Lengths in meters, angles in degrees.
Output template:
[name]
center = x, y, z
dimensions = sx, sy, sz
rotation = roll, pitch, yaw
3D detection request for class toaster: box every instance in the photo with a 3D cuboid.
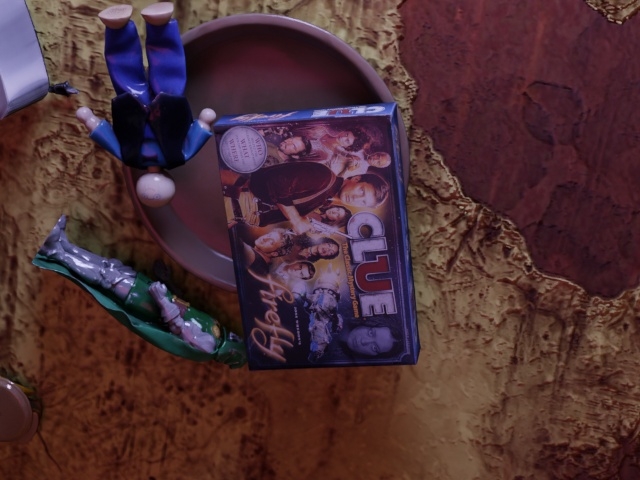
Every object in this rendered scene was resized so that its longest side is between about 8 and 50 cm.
[toaster]
center = -0.351, -0.183, 1.178
dimensions = 0.185, 0.110, 0.168
rotation = -12, 108, 14

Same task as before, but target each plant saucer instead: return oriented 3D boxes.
[plant saucer]
center = -0.051, -0.079, 1.197
dimensions = 0.277, 0.041, 0.278
rotation = 4, 111, 9

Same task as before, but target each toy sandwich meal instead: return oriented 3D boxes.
[toy sandwich meal]
center = -0.336, 0.178, 1.350
dimensions = 0.085, 0.029, 0.086
rotation = 5, 110, 14

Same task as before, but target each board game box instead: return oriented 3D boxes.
[board game box]
center = 0.000, 0.000, 1.172
dimensions = 0.165, 0.042, 0.243
rotation = -4, 109, 12

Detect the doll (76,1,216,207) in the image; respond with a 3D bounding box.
[doll]
center = -0.161, -0.119, 1.157
dimensions = 0.129, 0.046, 0.189
rotation = -4, 115, 2

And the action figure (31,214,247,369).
[action figure]
center = -0.168, 0.058, 1.239
dimensions = 0.232, 0.137, 0.063
rotation = 33, 100, -11
